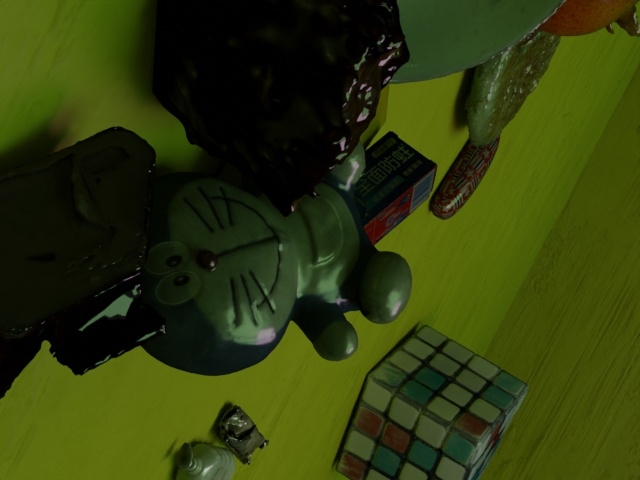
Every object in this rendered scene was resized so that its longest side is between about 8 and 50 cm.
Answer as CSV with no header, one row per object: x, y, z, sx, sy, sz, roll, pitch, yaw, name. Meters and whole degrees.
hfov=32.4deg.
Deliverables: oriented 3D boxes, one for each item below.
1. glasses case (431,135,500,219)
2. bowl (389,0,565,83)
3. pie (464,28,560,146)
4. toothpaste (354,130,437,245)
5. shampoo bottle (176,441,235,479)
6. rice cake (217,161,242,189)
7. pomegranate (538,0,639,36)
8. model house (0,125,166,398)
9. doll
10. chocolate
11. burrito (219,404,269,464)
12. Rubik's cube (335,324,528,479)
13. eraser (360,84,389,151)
0.256,-0.116,1.894,0.194,0.049,0.073,-56,162,-16,glasses case
0.081,-0.296,0.938,0.313,0.313,0.146,90,-12,-51,bowl
0.303,-0.282,1.758,0.277,0.078,0.277,-49,162,-22,pie
0.000,-0.001,1.237,0.320,0.076,0.066,-40,156,-27,toothpaste
-0.152,0.289,1.386,0.077,0.045,0.152,-56,163,-10,shampoo bottle
-0.055,-0.073,1.107,0.298,0.050,0.106,-59,161,-5,rice cake
0.345,-0.368,1.452,0.221,0.256,0.221,-42,-155,25,pomegranate
-0.204,0.034,0.793,0.203,0.141,0.164,-22,162,-33,model house
-0.062,0.014,0.981,0.258,0.228,0.154,-14,171,-41,doll
-0.004,-0.115,0.846,0.206,0.177,0.224,-9,138,-22,chocolate
-0.106,0.265,1.489,0.051,0.042,0.171,-57,165,-16,burrito
0.217,0.364,2.165,0.256,0.259,0.253,-36,151,-53,Rubik's cube
0.038,-0.149,1.256,0.097,0.045,0.122,-53,160,-26,eraser
